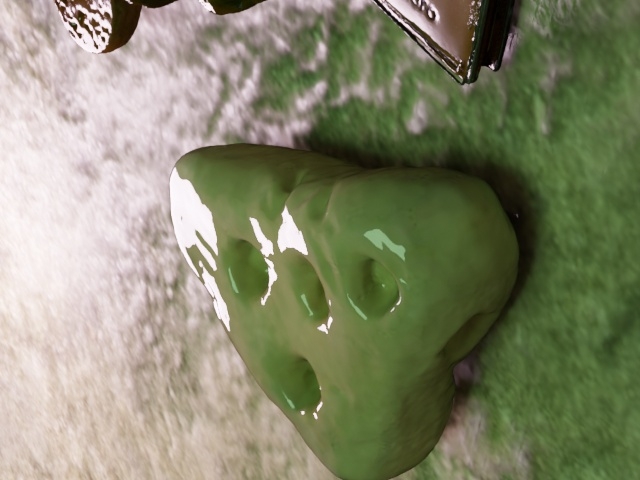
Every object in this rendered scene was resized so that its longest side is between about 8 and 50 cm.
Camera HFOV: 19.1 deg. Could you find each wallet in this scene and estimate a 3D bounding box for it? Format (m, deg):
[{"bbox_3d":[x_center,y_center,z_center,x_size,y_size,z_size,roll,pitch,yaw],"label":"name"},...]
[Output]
[{"bbox_3d":[0.070,-0.227,1.406,0.195,0.042,0.161,44,144,30],"label":"wallet"}]

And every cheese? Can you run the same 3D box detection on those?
[{"bbox_3d":[0.000,0.000,1.595,0.328,0.130,0.351,47,146,23],"label":"cheese"}]

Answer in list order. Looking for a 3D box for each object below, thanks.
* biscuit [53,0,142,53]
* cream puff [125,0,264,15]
[{"bbox_3d":[-0.203,-0.368,1.686,0.283,0.064,0.432,38,140,45],"label":"biscuit"},{"bbox_3d":[-0.091,-0.288,1.389,0.244,0.244,0.196,121,154,-55],"label":"cream puff"}]
